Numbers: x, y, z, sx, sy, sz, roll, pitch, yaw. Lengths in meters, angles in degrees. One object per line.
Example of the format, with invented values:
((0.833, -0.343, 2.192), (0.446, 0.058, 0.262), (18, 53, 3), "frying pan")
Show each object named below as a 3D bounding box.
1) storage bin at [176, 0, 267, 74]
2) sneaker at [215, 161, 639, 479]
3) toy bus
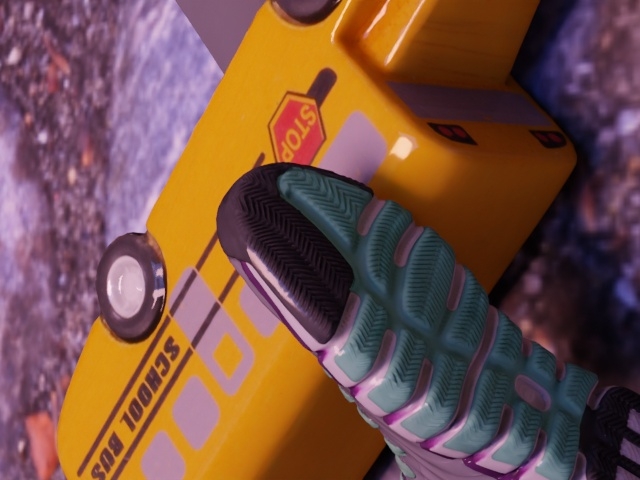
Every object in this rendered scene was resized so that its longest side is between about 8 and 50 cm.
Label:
((-0.032, -0.137, 0.789), (0.135, 0.098, 0.091), (56, 137, 32), "storage bin")
((0.038, 0.066, 0.639), (0.223, 0.083, 0.098), (38, 134, -8), "sneaker")
((0.000, 0.000, 0.732), (0.130, 0.108, 0.333), (52, 124, 34), "toy bus")
